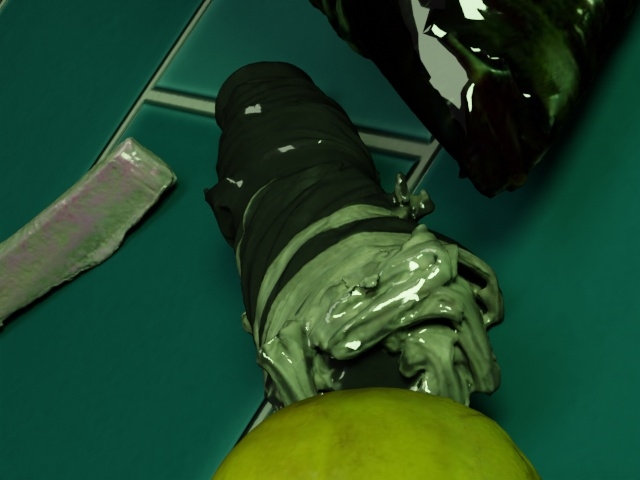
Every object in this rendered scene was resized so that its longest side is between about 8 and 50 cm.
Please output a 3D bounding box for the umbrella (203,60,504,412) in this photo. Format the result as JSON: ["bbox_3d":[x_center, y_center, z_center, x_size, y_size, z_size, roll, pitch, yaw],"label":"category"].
[{"bbox_3d":[0.006,-0.001,0.925,0.113,0.106,0.357,-37,25,6],"label":"umbrella"}]

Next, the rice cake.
[{"bbox_3d":[-0.170,0.003,1.178,0.207,0.047,0.036,-34,28,25],"label":"rice cake"}]

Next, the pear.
[{"bbox_3d":[0.019,0.131,0.695,0.149,0.149,0.162,-32,31,30],"label":"pear"}]

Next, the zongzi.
[{"bbox_3d":[0.103,-0.245,0.939,0.362,0.319,0.383,-41,48,-2],"label":"zongzi"}]
